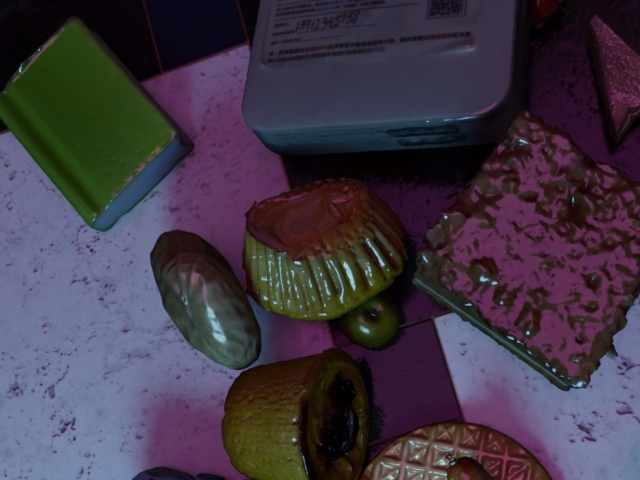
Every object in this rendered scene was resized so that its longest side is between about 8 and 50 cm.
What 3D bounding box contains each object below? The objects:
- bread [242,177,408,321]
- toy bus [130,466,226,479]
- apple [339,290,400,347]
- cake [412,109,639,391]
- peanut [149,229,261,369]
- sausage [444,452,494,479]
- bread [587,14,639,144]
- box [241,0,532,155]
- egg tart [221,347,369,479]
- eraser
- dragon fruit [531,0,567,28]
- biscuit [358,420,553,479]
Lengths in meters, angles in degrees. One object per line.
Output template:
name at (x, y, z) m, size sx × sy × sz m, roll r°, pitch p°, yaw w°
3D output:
bread at (0.002, 0.001, 1.441) m, size 0.240 × 0.139 × 0.240 m, roll -7°, pitch 40°, yaw 6°
toy bus at (-0.112, 0.398, 1.423) m, size 0.329 × 0.136 × 0.109 m, roll 9°, pitch 85°, yaw 19°
apple at (0.071, 0.109, 1.470) m, size 0.089 × 0.074 × 0.090 m, roll 3°, pitch 74°, yaw -9°
cake at (0.290, 0.025, 1.324) m, size 0.282 × 0.290 × 0.256 m, roll 36°, pitch 91°, yaw 15°
peanut at (-0.166, 0.080, 1.459) m, size 0.110 × 0.233 × 0.197 m, roll -31°, pitch 118°, yaw -4°
sausage at (0.274, 0.418, 1.348) m, size 0.053 × 0.053 × 0.348 m, roll -37°, pitch 89°, yaw 4°
bread at (0.404, -0.228, 1.452) m, size 0.105 × 0.077 × 0.152 m, roll -43°, pitch 73°, yaw 2°
box at (0.098, -0.317, 1.469) m, size 0.396 × 0.111 × 0.397 m, roll 0°, pitch 67°, yaw 22°
egg tart at (-0.026, 0.253, 1.412) m, size 0.170 × 0.215 × 0.215 m, roll -3°, pitch 79°, yaw 28°
eraser at (-0.360, -0.182, 1.610) m, size 0.210 × 0.092 × 0.274 m, roll -45°, pitch 76°, yaw 3°
dragon fruit at (0.299, -0.347, 1.496) m, size 0.116 × 0.081 × 0.086 m, roll -26°, pitch 74°, yaw 31°
biscuit at (0.166, 0.358, 1.423) m, size 0.309 × 0.040 × 0.205 m, roll -23°, pitch 76°, yaw 8°
